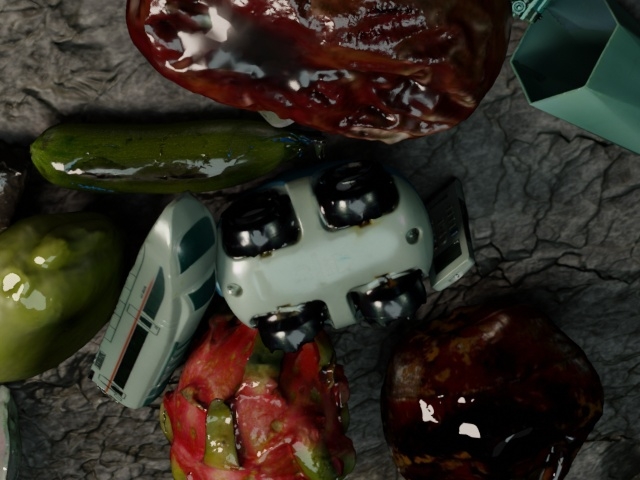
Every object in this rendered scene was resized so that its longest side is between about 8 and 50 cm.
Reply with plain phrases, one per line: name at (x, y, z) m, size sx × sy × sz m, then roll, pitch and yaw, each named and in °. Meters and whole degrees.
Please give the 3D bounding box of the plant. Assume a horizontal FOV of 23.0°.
plant at (-0.375, -0.040, 1.768) m, size 0.092 × 0.094 × 0.143 m, roll 19°, pitch 121°, yaw -11°

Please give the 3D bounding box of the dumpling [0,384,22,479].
dumpling at (-0.426, 0.289, 2.027) m, size 0.105 × 0.149 × 0.216 m, roll -21°, pitch 143°, yaw -52°

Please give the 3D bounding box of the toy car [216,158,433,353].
toy car at (0.000, 0.000, 1.808) m, size 0.255 × 0.190 × 0.188 m, roll -18°, pitch 113°, yaw 6°

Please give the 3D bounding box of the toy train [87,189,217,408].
toy train at (-0.181, 0.077, 1.805) m, size 0.088 × 0.086 × 0.407 m, roll 42°, pitch 148°, yaw 7°

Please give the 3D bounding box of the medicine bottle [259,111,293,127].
medicine bottle at (-0.090, -0.202, 1.696) m, size 0.058 × 0.057 × 0.199 m, roll -31°, pitch 130°, yaw 17°

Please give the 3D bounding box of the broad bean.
broad bean at (-0.314, 0.063, 1.783) m, size 0.238 × 0.119 × 0.291 m, roll -43°, pitch 170°, yaw -14°

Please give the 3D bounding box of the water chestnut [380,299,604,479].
water chestnut at (0.218, 0.217, 2.002) m, size 0.289 × 0.244 × 0.289 m, roll -5°, pitch 129°, yaw -6°

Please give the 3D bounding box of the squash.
squash at (-0.158, -0.096, 1.764) m, size 0.332 × 0.087 × 0.087 m, roll -4°, pitch 132°, yaw -8°

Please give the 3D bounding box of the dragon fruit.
dragon fruit at (-0.071, 0.208, 1.938) m, size 0.237 × 0.231 × 0.302 m, roll 9°, pitch 85°, yaw -29°

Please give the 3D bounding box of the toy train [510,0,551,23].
toy train at (0.240, -0.275, 1.703) m, size 0.045 × 0.029 × 0.092 m, roll 28°, pitch 119°, yaw -13°

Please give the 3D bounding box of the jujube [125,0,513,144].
jujube at (0.002, -0.242, 1.541) m, size 0.377 × 0.276 × 0.276 m, roll 5°, pitch 130°, yaw -19°

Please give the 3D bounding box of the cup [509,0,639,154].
cup at (0.338, -0.167, 1.758) m, size 0.148 × 0.134 × 0.236 m, roll -10°, pitch 150°, yaw 44°

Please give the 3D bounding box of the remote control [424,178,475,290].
remote control at (0.151, -0.008, 1.839) m, size 0.029 × 0.166 × 0.065 m, roll 38°, pitch 116°, yaw -26°
